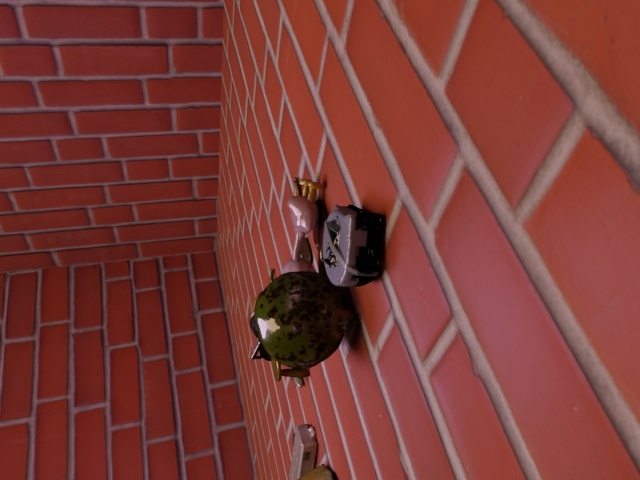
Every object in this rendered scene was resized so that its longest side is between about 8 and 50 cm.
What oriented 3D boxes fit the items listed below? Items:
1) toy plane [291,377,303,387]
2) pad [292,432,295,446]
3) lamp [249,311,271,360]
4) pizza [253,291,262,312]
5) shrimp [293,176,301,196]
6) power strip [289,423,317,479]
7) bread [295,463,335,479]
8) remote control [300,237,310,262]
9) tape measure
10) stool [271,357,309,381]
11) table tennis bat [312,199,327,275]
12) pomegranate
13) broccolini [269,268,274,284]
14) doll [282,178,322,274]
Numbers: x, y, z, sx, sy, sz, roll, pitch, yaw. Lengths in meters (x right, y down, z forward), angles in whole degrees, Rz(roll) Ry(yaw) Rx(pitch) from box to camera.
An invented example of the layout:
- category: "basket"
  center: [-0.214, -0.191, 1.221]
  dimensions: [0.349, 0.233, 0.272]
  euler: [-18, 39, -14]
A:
- category: "toy plane"
  center: [-0.087, 0.491, 2.105]
  dimensions: [0.111, 0.040, 0.102]
  euler: [-115, 6, -54]
- category: "pad"
  center: [-0.069, 0.922, 2.241]
  dimensions: [0.270, 0.012, 0.268]
  euler: [-135, 42, -66]
- category: "lamp"
  center: [-0.172, 0.359, 2.142]
  dimensions: [0.147, 0.172, 0.227]
  euler: [-62, 22, 18]
- category: "pizza"
  center: [-0.229, 0.317, 2.411]
  dimensions: [0.292, 0.058, 0.197]
  euler: [-90, -19, -65]
- category: "shrimp"
  center: [-0.077, -0.150, 1.880]
  dimensions: [0.059, 0.023, 0.108]
  euler: [-163, 68, -82]
- category: "power strip"
  center: [-0.063, 0.785, 2.063]
  dimensions: [0.098, 0.058, 0.338]
  euler: [-121, 32, -53]
- category: "bread"
  center: [-0.063, 0.911, 1.773]
  dimensions: [0.239, 0.264, 0.395]
  euler: [141, 120, -76]
- category: "remote control"
  center: [-0.068, 0.086, 1.899]
  dimensions: [0.233, 0.038, 0.098]
  euler: [104, 155, -52]
- category: "tape measure"
  center: [0.065, 0.013, 1.291]
  dimensions: [0.182, 0.107, 0.181]
  euler: [-155, 67, -69]
- category: "stool"
  center: [-0.106, 0.425, 2.021]
  dimensions: [0.135, 0.111, 0.134]
  euler: [-116, 24, -48]
- category: "table tennis bat"
  center: [0.000, 0.000, 1.669]
  dimensions: [0.131, 0.022, 0.234]
  euler: [178, 88, -74]
- category: "pomegranate"
  center: [-0.034, 0.199, 1.484]
  dimensions: [0.271, 0.254, 0.254]
  euler: [6, 106, 30]
- category: "broccolini"
  center: [-0.186, 0.229, 2.372]
  dimensions: [0.054, 0.051, 0.239]
  euler: [-17, 67, 29]
- category: "doll"
  center: [-0.053, 0.011, 1.657]
  dimensions: [0.160, 0.094, 0.365]
  euler: [-151, 61, -69]
